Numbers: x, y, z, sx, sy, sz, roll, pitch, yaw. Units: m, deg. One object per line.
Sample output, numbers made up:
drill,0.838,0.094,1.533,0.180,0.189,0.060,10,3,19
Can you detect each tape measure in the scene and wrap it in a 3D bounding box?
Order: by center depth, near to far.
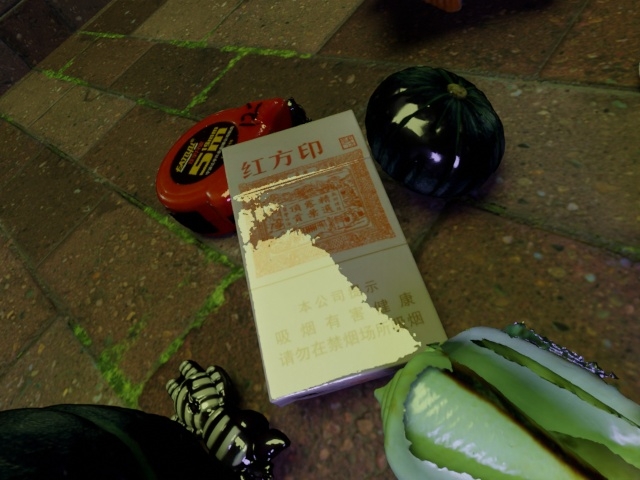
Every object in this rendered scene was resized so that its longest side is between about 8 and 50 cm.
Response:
tape measure,-0.166,-0.130,0.771,0.260,0.114,0.253,3,59,34

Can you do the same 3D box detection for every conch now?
conch,0.170,0.155,0.364,0.250,0.137,0.144,-6,53,24

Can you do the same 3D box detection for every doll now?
doll,-0.120,0.220,0.518,0.219,0.067,0.091,25,73,44

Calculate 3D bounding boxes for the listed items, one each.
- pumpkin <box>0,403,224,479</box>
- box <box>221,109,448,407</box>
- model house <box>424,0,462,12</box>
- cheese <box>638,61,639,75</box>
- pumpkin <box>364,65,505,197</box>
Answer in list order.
pumpkin,-0.213,0.308,0.310,0.266,0.363,0.364,-12,52,18
box,0.000,-0.001,0.555,0.204,0.051,0.365,-17,61,0
model house,0.202,-0.564,0.804,0.338,0.297,0.360,-22,48,22
cheese,0.510,-0.222,0.531,0.190,0.042,0.105,7,61,31
pumpkin,0.152,-0.146,0.577,0.194,0.194,0.150,51,126,42
